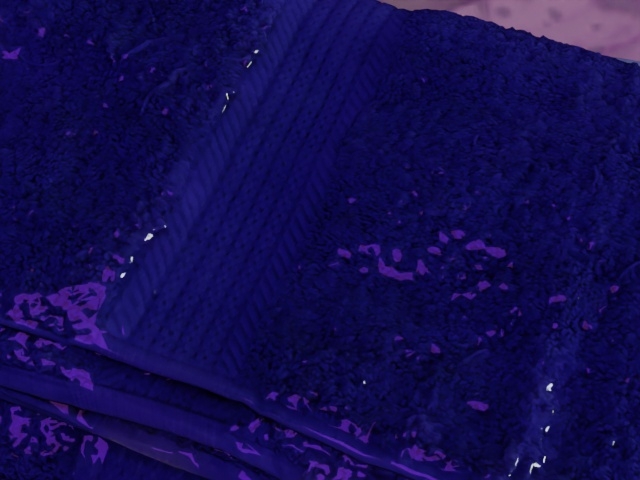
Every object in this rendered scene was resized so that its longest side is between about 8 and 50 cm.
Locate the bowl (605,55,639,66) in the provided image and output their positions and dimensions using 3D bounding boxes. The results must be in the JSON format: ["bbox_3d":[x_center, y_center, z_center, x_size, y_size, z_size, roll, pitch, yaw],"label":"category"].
[{"bbox_3d":[0.088,0.122,0.479,0.391,0.077,0.391,0,70,1],"label":"bowl"}]

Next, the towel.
[{"bbox_3d":[0.000,0.000,0.427,0.308,0.076,0.227,19,64,10],"label":"towel"}]
